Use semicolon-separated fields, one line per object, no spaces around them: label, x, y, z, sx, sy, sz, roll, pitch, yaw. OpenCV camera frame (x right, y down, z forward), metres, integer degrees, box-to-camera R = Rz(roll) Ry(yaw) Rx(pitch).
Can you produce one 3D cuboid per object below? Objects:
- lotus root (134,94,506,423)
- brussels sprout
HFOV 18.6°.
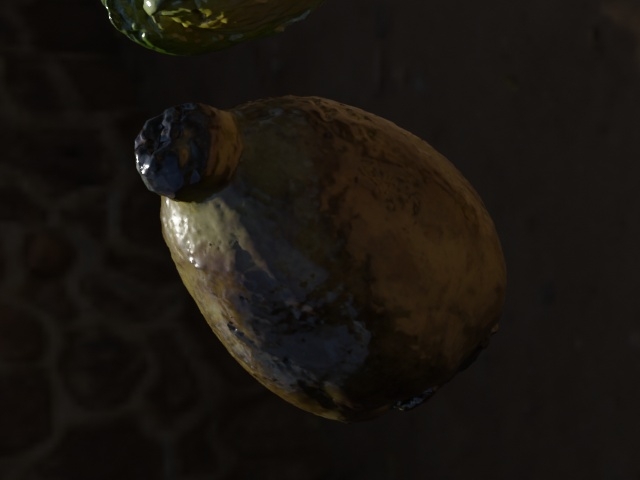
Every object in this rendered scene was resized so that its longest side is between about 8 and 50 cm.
lotus root;0.000;0.000;0.895;0.138;0.214;0.138;-26;41;25
brussels sprout;-0.074;-0.201;1.478;0.139;0.181;0.100;83;162;-59
